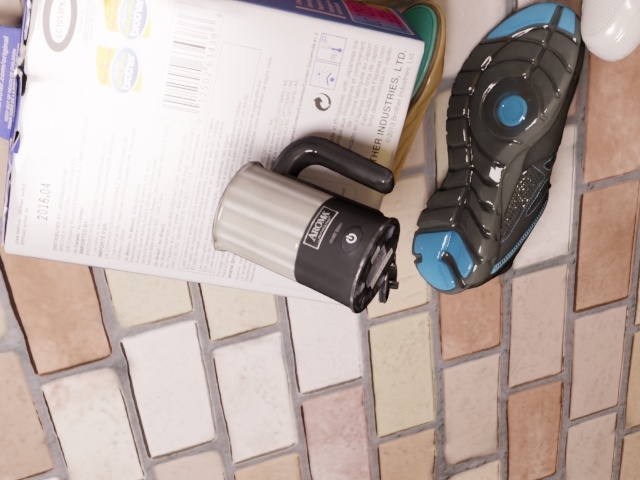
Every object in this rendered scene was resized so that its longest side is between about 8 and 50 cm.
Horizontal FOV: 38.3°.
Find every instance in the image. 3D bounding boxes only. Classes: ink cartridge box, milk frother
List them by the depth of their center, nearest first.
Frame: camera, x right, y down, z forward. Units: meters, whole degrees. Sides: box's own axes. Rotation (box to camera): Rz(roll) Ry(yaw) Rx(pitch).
[{"bbox_3d":[0.000,0.000,0.792,0.129,0.134,0.143,-53,158,-32],"label":"milk frother"},{"bbox_3d":[-0.134,-0.113,0.850,0.395,0.151,0.270,9,112,-13],"label":"ink cartridge box"}]

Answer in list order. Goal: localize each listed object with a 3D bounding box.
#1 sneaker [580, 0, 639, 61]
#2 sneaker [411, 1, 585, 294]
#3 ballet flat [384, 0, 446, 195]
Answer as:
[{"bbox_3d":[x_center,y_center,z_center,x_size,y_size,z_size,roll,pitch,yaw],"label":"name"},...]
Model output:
[{"bbox_3d":[0.276,-0.340,0.916,0.169,0.108,0.292,17,88,-24],"label":"sneaker"},{"bbox_3d":[0.212,-0.103,1.058,0.139,0.125,0.341,-2,119,-51],"label":"sneaker"},{"bbox_3d":[0.084,-0.147,1.003,0.073,0.080,0.232,-5,126,-50],"label":"ballet flat"}]
